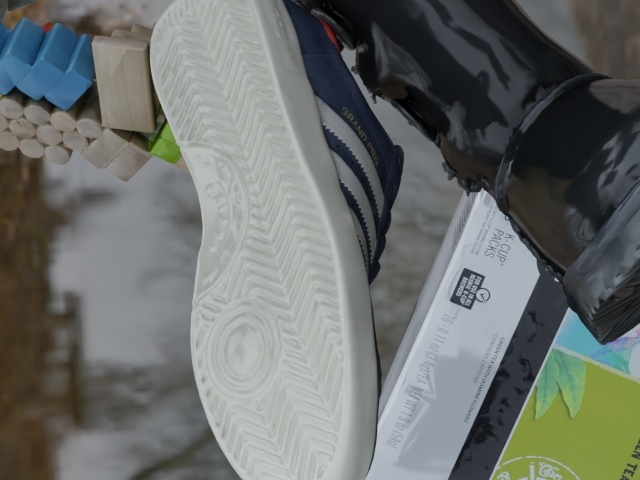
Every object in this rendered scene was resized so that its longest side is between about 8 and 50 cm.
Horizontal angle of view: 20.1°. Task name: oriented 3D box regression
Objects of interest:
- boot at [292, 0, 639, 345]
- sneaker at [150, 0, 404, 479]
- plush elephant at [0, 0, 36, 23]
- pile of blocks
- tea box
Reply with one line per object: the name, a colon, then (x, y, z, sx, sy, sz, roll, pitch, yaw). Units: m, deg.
boot: (0.083, -0.154, 1.140, 0.445, 0.146, 0.367, 53, 172, 12)
sneaker: (0.000, 0.000, 1.123, 0.131, 0.148, 0.350, -23, 65, 33)
plush elephant: (-0.362, -0.282, 1.603, 0.330, 0.271, 0.255, 84, -176, -67)
pile of blocks: (-0.165, -0.132, 1.372, 0.149, 0.362, 0.113, 94, -173, -47)
tea box: (0.246, 0.108, 1.696, 0.220, 0.323, 0.329, -67, -2, -71)
